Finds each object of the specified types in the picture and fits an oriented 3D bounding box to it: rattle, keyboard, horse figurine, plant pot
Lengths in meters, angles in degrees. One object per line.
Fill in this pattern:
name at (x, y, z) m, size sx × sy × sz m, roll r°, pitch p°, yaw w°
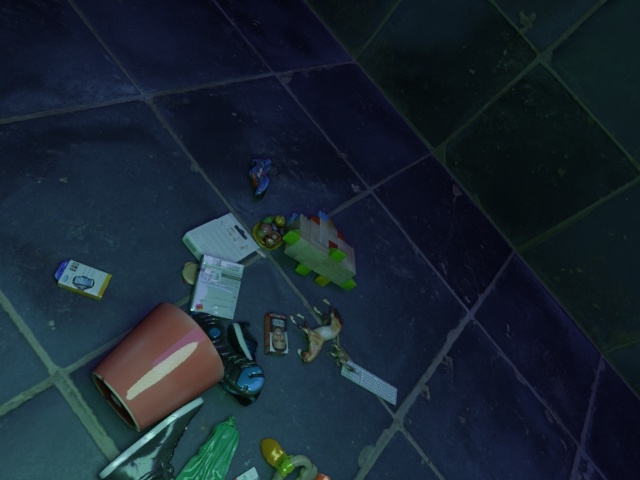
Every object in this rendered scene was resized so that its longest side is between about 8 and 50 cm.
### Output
rattle at (-0.079, 0.681, 1.372) m, size 0.200 × 0.143 × 0.130 m, roll 25°, pitch 78°, yaw -42°
keyboard at (0.184, 0.525, 1.699) m, size 0.256 × 0.014 × 0.072 m, roll 34°, pitch 45°, yaw -14°
horse figurine at (0.000, 0.320, 1.671) m, size 0.263 × 0.066 × 0.174 m, roll -19°, pitch 67°, yaw -42°
plant pot at (-0.435, 0.340, 1.199) m, size 0.275 × 0.275 × 0.243 m, roll 49°, pitch 53°, yaw 3°

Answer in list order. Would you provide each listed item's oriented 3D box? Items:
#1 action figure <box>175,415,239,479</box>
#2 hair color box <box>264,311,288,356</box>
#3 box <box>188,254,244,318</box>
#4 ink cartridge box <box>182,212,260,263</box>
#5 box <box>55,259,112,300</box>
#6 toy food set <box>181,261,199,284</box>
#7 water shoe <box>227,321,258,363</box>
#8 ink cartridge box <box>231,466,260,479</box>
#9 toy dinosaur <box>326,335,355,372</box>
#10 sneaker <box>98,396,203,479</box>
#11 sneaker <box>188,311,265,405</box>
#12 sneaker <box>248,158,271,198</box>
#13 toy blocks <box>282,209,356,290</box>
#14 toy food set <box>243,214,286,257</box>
action figure at (-0.290, 0.590, 1.250) m, size 0.137 × 0.063 × 0.232 m, roll 35°, pitch 48°, yaw -9°
hair color box at (-0.153, 0.322, 1.566) m, size 0.072 × 0.043 × 0.141 m, roll 15°, pitch 52°, yaw -30°
box at (-0.341, 0.155, 1.502) m, size 0.145 × 0.038 × 0.186 m, roll 17°, pitch 71°, yaw -27°
ink cartridge box at (-0.353, 0.013, 1.637) m, size 0.181 × 0.056 × 0.225 m, roll 50°, pitch 38°, yaw 4°
box at (-0.688, 0.112, 1.318) m, size 0.136 × 0.028 × 0.081 m, roll 24°, pitch 48°, yaw -19°
toy food set at (-0.423, 0.114, 1.525) m, size 0.083 × 0.020 × 0.082 m, roll 29°, pitch 46°, yaw -18°
water shoe at (-0.228, 0.352, 1.465) m, size 0.080 × 0.073 × 0.203 m, roll -6°, pitch 64°, yaw -43°
ink cartridge box at (-0.221, 0.685, 1.258) m, size 0.115 × 0.029 × 0.063 m, roll -14°, pitch 69°, yaw -43°
toy dinosaur at (0.067, 0.411, 1.679) m, size 0.093 × 0.053 × 0.183 m, roll 18°, pitch 39°, yaw -42°
sneaker at (-0.396, 0.546, 1.178) m, size 0.147 × 0.104 × 0.296 m, roll 52°, pitch 49°, yaw 3°
sneaker at (-0.309, 0.359, 1.373) m, size 0.125 × 0.139 × 0.341 m, roll -28°, pitch 60°, yaw -37°
sneaker at (-0.258, -0.257, 1.894) m, size 0.087 × 0.083 × 0.221 m, roll 12°, pitch 46°, yaw -14°
toy blocks at (0.000, 0.000, 1.824) m, size 0.381 × 0.191 × 0.261 m, roll 33°, pitch 35°, yaw -28°
toy food set at (-0.190, -0.036, 1.777) m, size 0.128 × 0.071 × 0.218 m, roll 44°, pitch 44°, yaw -2°
